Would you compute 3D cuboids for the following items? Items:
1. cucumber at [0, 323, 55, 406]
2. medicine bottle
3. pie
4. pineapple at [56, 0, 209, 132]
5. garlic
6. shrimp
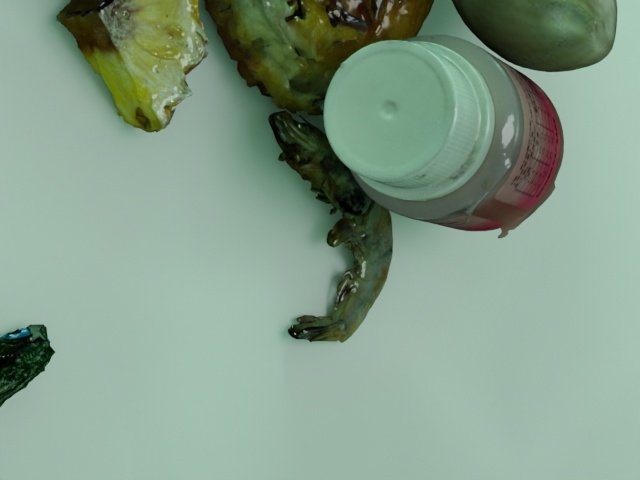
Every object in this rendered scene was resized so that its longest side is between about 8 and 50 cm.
[{"bbox_3d":[-0.252,0.106,0.940,0.257,0.043,0.044,-26,111,-46],"label":"cucumber"},{"bbox_3d":[0.093,-0.083,1.213,0.247,0.147,0.147,12,78,-67],"label":"medicine bottle"},{"bbox_3d":[-0.003,-0.245,1.205,0.308,0.085,0.308,-3,94,-53],"label":"pie"},{"bbox_3d":[-0.124,-0.143,1.081,0.116,0.069,0.137,1,88,-48],"label":"pineapple"},{"bbox_3d":[0.168,-0.218,1.315,0.143,0.112,0.318,22,29,-8],"label":"garlic"},{"bbox_3d":[-0.003,0.000,1.222,0.195,0.035,0.148,49,58,-43],"label":"shrimp"}]
